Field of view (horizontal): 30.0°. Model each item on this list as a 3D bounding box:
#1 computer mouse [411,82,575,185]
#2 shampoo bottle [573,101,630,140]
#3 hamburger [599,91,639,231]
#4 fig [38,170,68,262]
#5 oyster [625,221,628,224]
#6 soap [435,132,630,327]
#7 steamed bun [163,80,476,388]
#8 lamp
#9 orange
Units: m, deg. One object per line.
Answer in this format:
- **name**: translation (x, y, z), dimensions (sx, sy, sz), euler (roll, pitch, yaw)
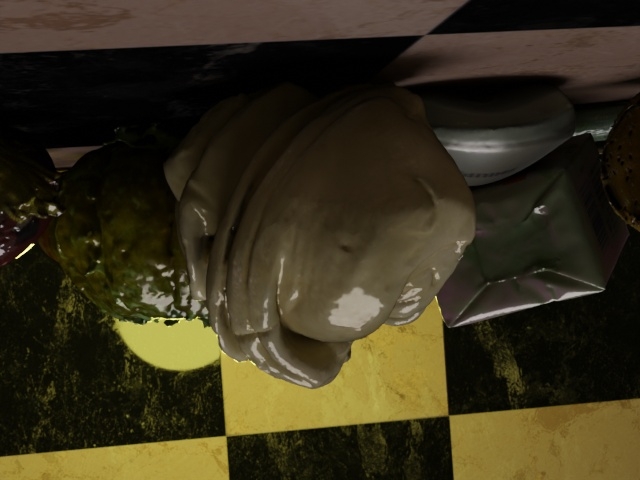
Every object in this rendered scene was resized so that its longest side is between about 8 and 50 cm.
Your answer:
- **computer mouse**: translation (0.143, -0.101, 1.222), dimensions (0.197, 0.095, 0.331), euler (0, 180, -2)
- **shampoo bottle**: translation (0.350, -0.137, 1.355), dimensions (0.190, 0.041, 0.069), euler (-5, 175, 22)
- **hamburger**: translation (0.346, -0.081, 1.144), dimensions (0.113, 0.185, 0.177), euler (-8, 143, -25)
- **fig**: translation (-0.377, -0.046, 1.777), dimensions (0.142, 0.148, 0.186), euler (-14, 131, 35)
- **oyster**: translation (0.381, -0.065, 1.301), dimensions (0.078, 0.129, 0.345), euler (20, 170, -18)
- **soap**: translation (0.218, -0.014, 1.292), dimensions (0.182, 0.138, 0.199), euler (-18, -171, 25)
- **steamed bun**: translation (-0.025, -0.015, 1.030), dimensions (0.203, 0.276, 0.289), euler (8, -161, -24)
- **lamp**: translation (-0.328, -0.050, 1.125), dimensions (0.157, 0.156, 0.135), euler (-34, 136, 1)
- **orange**: translation (-0.166, -0.009, 1.342), dimensions (0.300, 0.223, 0.301), euler (1, 172, -39)
